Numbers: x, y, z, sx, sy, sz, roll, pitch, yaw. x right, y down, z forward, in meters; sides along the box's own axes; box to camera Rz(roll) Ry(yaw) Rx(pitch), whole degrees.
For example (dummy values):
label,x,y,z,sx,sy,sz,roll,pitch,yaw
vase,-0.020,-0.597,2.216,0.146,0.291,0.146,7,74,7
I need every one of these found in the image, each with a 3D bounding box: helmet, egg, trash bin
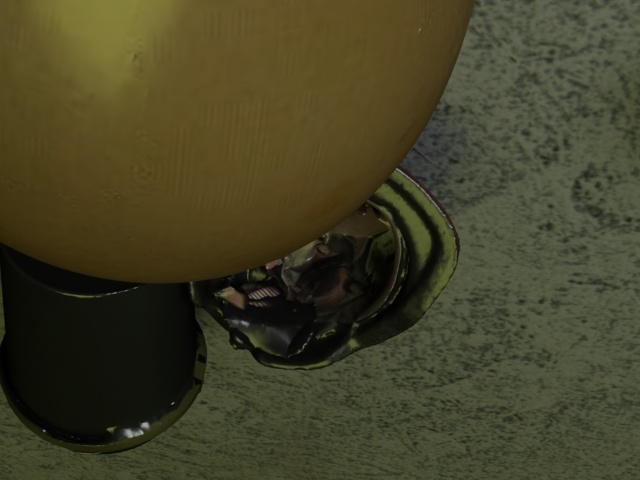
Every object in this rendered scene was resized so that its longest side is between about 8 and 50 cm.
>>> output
label,x,y,z,sx,sy,sz,roll,pitch,yaw
helmet,0.000,0.000,0.962,0.198,0.154,0.253,43,114,-15
egg,-0.076,-0.146,0.485,0.301,0.301,0.374,8,142,2
trash bin,-0.219,0.090,1.079,0.214,0.214,0.334,11,140,-2
